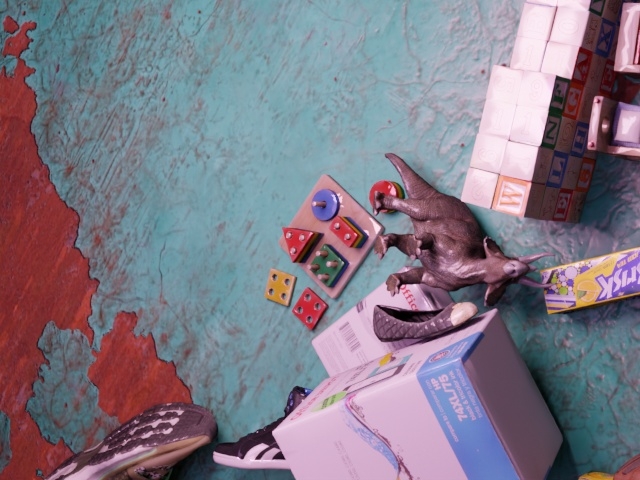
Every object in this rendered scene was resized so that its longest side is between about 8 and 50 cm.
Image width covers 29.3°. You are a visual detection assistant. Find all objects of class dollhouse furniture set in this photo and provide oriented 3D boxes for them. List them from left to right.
[{"bbox_3d":[0.409,-0.186,1.444,0.129,0.129,0.183,9,93,35],"label":"dollhouse furniture set"}]

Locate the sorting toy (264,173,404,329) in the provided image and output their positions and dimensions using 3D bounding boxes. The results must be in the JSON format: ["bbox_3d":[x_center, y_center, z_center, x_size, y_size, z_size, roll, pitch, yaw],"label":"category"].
[{"bbox_3d":[0.000,0.000,1.776,0.132,0.046,0.274,45,113,28],"label":"sorting toy"}]

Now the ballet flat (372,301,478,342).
[{"bbox_3d":[0.128,0.098,1.560,0.173,0.057,0.049,-14,96,46],"label":"ballet flat"}]

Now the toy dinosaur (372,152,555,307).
[{"bbox_3d":[0.158,-0.002,1.613,0.313,0.160,0.121,-124,43,-52],"label":"toy dinosaur"}]

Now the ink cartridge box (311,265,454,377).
[{"bbox_3d":[0.102,0.143,1.676,0.191,0.082,0.139,-40,67,25],"label":"ink cartridge box"}]

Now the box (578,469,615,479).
[{"bbox_3d":[0.400,0.346,1.474,0.179,0.043,0.105,7,101,37],"label":"box"}]

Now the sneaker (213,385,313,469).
[{"bbox_3d":[-0.057,0.273,1.793,0.217,0.079,0.121,-3,83,27],"label":"sneaker"}]

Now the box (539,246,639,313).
[{"bbox_3d":[0.362,0.047,1.513,0.169,0.054,0.059,-16,78,34],"label":"box"}]

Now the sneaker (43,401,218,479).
[{"bbox_3d":[-0.294,0.397,1.944,0.410,0.158,0.182,-32,102,28],"label":"sneaker"}]

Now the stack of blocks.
[{"bbox_3d":[0.283,-0.176,1.507,0.087,0.171,0.297,17,98,34],"label":"stack of blocks"}]

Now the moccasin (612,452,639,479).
[{"bbox_3d":[0.458,0.402,1.339,0.139,0.147,0.380,-27,88,9],"label":"moccasin"}]

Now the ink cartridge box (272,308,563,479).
[{"bbox_3d":[0.124,0.245,1.520,0.270,0.198,0.197,-25,94,25],"label":"ink cartridge box"}]
